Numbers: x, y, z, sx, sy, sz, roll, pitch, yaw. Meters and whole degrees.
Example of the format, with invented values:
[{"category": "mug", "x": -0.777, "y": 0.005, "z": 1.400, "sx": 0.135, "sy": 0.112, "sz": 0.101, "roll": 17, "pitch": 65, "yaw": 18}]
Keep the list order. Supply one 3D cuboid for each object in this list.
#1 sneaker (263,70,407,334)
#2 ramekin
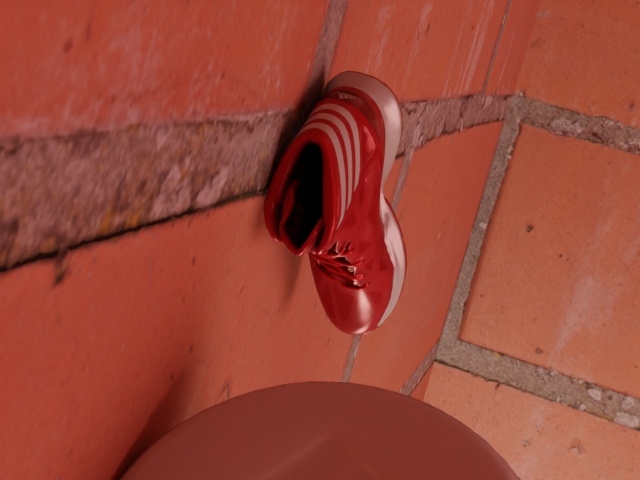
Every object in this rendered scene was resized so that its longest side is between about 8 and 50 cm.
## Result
[{"category": "sneaker", "x": 0.000, "y": 0.000, "z": 0.842, "sx": 0.128, "sy": 0.087, "sz": 0.221, "roll": -47, "pitch": 141, "yaw": -46}, {"category": "ramekin", "x": 0.000, "y": 0.208, "z": 0.656, "sx": 0.277, "sy": 0.277, "sz": 0.135, "roll": -60, "pitch": 155, "yaw": -46}]
